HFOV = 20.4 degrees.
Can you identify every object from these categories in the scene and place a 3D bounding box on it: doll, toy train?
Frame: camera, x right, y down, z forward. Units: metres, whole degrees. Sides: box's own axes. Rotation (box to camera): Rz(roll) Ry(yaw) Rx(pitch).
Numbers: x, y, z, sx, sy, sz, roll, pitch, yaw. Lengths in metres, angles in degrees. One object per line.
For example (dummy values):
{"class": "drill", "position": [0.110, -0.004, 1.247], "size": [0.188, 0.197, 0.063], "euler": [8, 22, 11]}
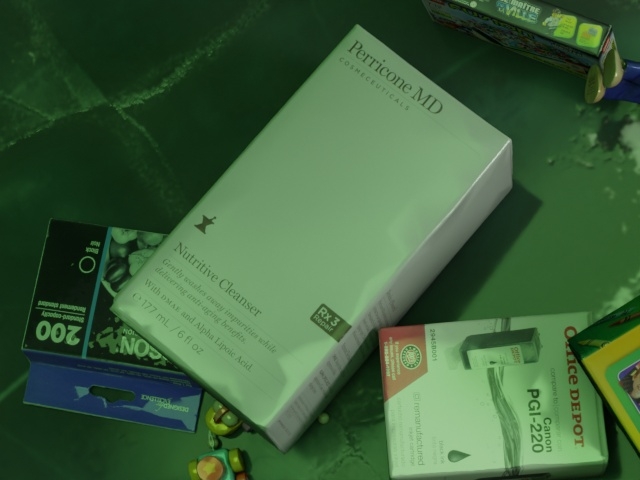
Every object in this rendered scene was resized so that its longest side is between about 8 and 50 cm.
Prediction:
{"class": "doll", "position": [0.364, -0.145, 1.803], "size": [0.189, 0.129, 0.046], "euler": [11, 67, -16]}
{"class": "toy train", "position": [-0.072, 0.212, 1.871], "size": [0.125, 0.046, 0.166], "euler": [22, 84, 17]}

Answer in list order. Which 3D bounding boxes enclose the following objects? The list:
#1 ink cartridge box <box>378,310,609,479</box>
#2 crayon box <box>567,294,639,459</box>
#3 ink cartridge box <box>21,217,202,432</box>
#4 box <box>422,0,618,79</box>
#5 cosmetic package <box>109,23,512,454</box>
{"class": "ink cartridge box", "position": [0.172, 0.161, 1.780], "size": [0.218, 0.092, 0.159], "euler": [-4, 74, 2]}
{"class": "crayon box", "position": [0.379, 0.173, 1.694], "size": [0.165, 0.081, 0.278], "euler": [-32, 97, 3]}
{"class": "ink cartridge box", "position": [-0.216, 0.090, 1.933], "size": [0.206, 0.045, 0.208], "euler": [7, 81, 14]}
{"class": "box", "position": [0.207, -0.227, 1.859], "size": [0.207, 0.114, 0.036], "euler": [23, 85, 18]}
{"class": "cosmetic package", "position": [0.000, 0.000, 1.817], "size": [0.217, 0.156, 0.385], "euler": [37, 82, 15]}
